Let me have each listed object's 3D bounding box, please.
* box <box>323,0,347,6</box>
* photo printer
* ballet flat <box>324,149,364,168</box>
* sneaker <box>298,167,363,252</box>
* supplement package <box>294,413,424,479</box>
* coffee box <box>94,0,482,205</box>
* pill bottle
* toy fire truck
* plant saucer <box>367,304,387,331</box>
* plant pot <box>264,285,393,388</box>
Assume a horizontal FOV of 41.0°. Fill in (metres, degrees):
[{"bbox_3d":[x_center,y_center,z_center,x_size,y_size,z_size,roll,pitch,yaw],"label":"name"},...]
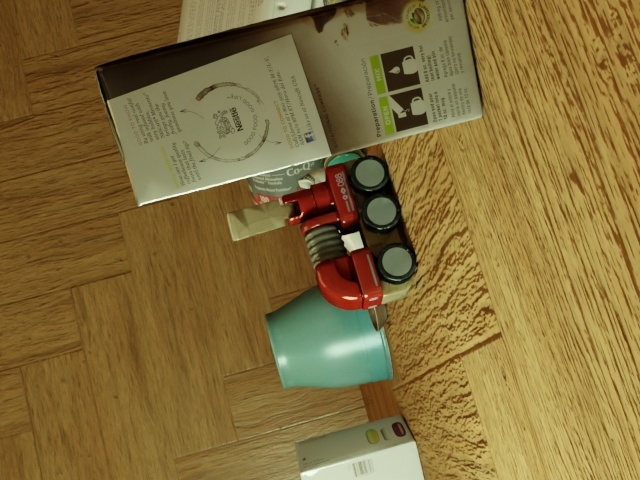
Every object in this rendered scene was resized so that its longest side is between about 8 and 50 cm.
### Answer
[{"bbox_3d":[0.041,-0.284,0.981,0.231,0.056,0.183,-126,22,-81],"label":"box"},{"bbox_3d":[-0.100,-0.352,1.316,0.307,0.107,0.256,17,100,51],"label":"photo printer"},{"bbox_3d":[0.041,-0.142,1.528,0.206,0.073,0.067,97,172,-71],"label":"ballet flat"},{"bbox_3d":[0.034,-0.048,1.770,0.090,0.094,0.235,90,159,-59],"label":"sneaker"},{"bbox_3d":[0.094,0.542,1.934,0.145,0.261,0.204,-121,17,-75],"label":"supplement package"},{"bbox_3d":[-0.030,-0.137,0.758,0.168,0.297,0.119,-118,14,-74],"label":"coffee box"},{"bbox_3d":[-0.106,-0.264,2.142,0.210,0.210,0.363,-109,5,-53],"label":"pill bottle"},{"bbox_3d":[0.000,0.000,1.268,0.158,0.246,0.217,86,169,-75],"label":"toy fire truck"},{"bbox_3d":[0.109,0.107,1.795,0.168,0.029,0.168,166,90,-86],"label":"plant saucer"},{"bbox_3d":[0.010,0.226,2.010,0.271,0.255,0.272,166,90,-87],"label":"plant pot"}]
